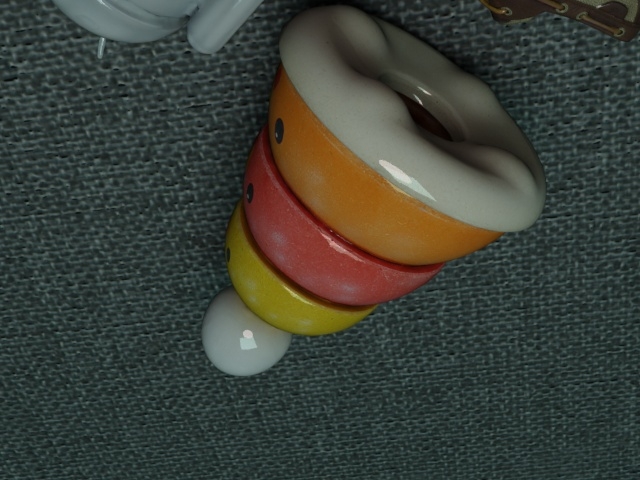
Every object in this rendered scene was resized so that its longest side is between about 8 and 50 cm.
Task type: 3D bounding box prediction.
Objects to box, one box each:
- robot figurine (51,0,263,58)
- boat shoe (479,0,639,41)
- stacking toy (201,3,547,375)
[{"bbox_3d":[-0.161,-0.340,1.086,0.353,0.200,0.300,-37,81,30],"label":"robot figurine"},{"bbox_3d":[0.225,-0.297,1.206,0.342,0.123,0.123,8,128,-18],"label":"boat shoe"},{"bbox_3d":[0.000,0.000,1.267,0.351,0.350,0.480,25,120,-22],"label":"stacking toy"}]
